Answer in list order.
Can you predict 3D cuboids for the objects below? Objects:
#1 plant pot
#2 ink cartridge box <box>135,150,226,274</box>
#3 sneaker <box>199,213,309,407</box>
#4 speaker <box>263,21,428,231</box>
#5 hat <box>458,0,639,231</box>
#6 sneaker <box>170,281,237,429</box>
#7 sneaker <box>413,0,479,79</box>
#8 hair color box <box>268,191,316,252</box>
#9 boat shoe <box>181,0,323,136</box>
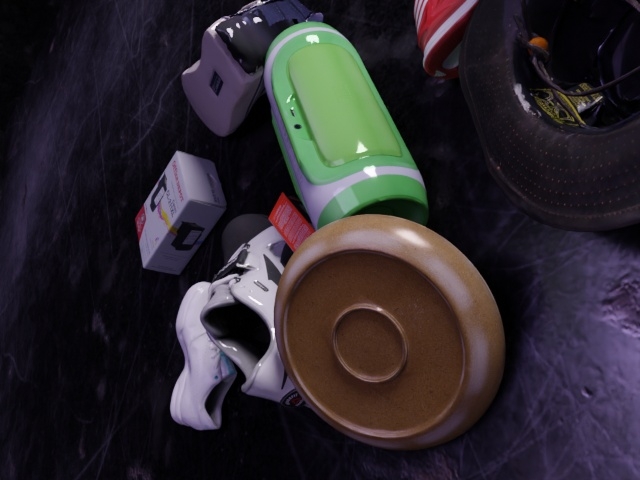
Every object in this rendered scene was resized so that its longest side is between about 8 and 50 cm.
[{"bbox_3d":[0.050,0.094,0.560,0.236,0.032,0.236,6,104,26],"label":"plant pot"},{"bbox_3d":[-0.247,-0.048,1.031,0.175,0.072,0.127,-50,44,29],"label":"ink cartridge box"},{"bbox_3d":[-0.087,0.063,0.747,0.122,0.146,0.330,-59,40,22],"label":"sneaker"},{"bbox_3d":[0.020,-0.122,0.685,0.131,0.131,0.296,-46,47,32],"label":"speaker"},{"bbox_3d":[0.245,-0.167,0.419,0.331,0.134,0.331,-178,90,-68],"label":"hat"},{"bbox_3d":[-0.158,0.168,0.866,0.094,0.080,0.212,2,87,39],"label":"sneaker"},{"bbox_3d":[0.168,-0.279,0.588,0.221,0.087,0.128,-39,52,36],"label":"sneaker"},{"bbox_3d":[0.000,0.000,0.715,0.043,0.072,0.141,-60,42,19],"label":"hair color box"},{"bbox_3d":[-0.107,-0.267,0.915,0.158,0.127,0.340,-38,12,-18],"label":"boat shoe"}]
